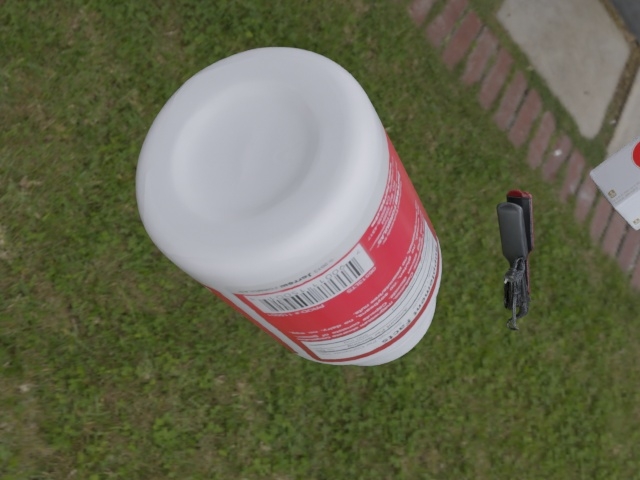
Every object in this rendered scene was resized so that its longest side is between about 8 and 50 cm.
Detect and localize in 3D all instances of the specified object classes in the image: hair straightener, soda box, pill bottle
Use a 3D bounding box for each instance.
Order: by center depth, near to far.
[{"bbox_3d":[0.000,0.000,0.856,0.407,0.229,0.229,51,43,-60],"label":"pill bottle"},{"bbox_3d":[0.441,-0.112,0.968,0.074,0.216,0.069,30,28,-42],"label":"soda box"},{"bbox_3d":[0.282,0.044,1.198,0.089,0.047,0.230,-40,134,-45],"label":"hair straightener"}]
